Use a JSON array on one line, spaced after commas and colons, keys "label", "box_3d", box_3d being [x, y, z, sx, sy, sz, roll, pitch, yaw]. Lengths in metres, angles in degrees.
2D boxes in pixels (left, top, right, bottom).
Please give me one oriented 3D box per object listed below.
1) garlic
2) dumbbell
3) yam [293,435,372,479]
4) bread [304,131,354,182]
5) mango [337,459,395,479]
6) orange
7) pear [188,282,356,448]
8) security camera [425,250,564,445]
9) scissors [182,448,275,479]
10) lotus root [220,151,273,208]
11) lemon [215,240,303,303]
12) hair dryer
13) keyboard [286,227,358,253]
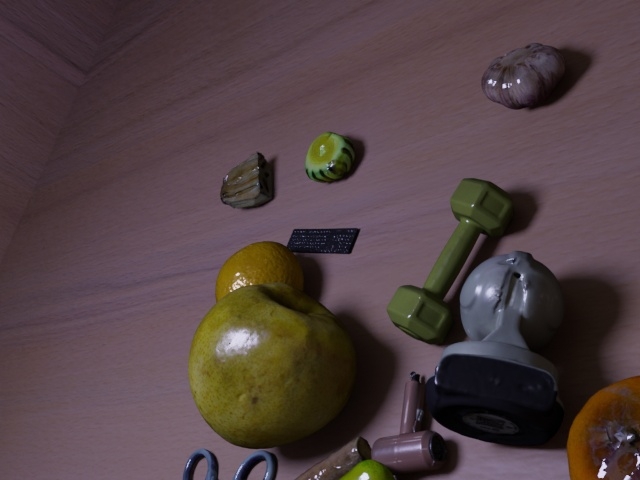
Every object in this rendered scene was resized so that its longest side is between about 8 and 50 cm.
[{"label": "garlic", "box_3d": [0.392, -0.312, 1.510, 0.159, 0.102, 0.147, -19, 33, 21]}, {"label": "dumbbell", "box_3d": [0.231, 0.036, 1.388, 0.302, 0.121, 0.108, -60, 8, -9]}, {"label": "yam", "box_3d": [-0.029, 0.438, 1.370, 0.300, 0.066, 0.066, -37, 39, 20]}, {"label": "bread", "box_3d": [0.024, -0.190, 1.825, 0.139, 0.071, 0.130, 1, 59, 49]}, {"label": "mango", "box_3d": [0.061, 0.429, 1.248, 0.163, 0.089, 0.117, -49, 58, 25]}, {"label": "orange", "box_3d": [0.410, 0.270, 0.955, 0.224, 0.170, 0.224, -28, 44, 31]}, {"label": "pear", "box_3d": [-0.097, 0.232, 1.432, 0.304, 0.304, 0.303, -28, 43, 30]}, {"label": "security camera", "box_3d": [0.275, 0.148, 1.180, 0.197, 0.191, 0.277, 8, 62, 16]}, {"label": "scissors", "box_3d": [-0.217, 0.579, 1.486, 0.256, 0.029, 0.383, -13, 50, 39]}, {"label": "lotus root", "box_3d": [-0.185, -0.137, 2.007, 0.144, 0.070, 0.143, -20, 53, 31]}, {"label": "lemon", "box_3d": [-0.125, 0.099, 1.652, 0.187, 0.187, 0.244, -19, 36, 37]}, {"label": "hair dryer", "box_3d": [0.153, 0.296, 1.303, 0.117, 0.064, 0.181, -21, 41, 35]}, {"label": "keyboard", "box_3d": [0.000, 0.000, 1.742, 0.204, 0.013, 0.061, 0, 62, 47]}]
